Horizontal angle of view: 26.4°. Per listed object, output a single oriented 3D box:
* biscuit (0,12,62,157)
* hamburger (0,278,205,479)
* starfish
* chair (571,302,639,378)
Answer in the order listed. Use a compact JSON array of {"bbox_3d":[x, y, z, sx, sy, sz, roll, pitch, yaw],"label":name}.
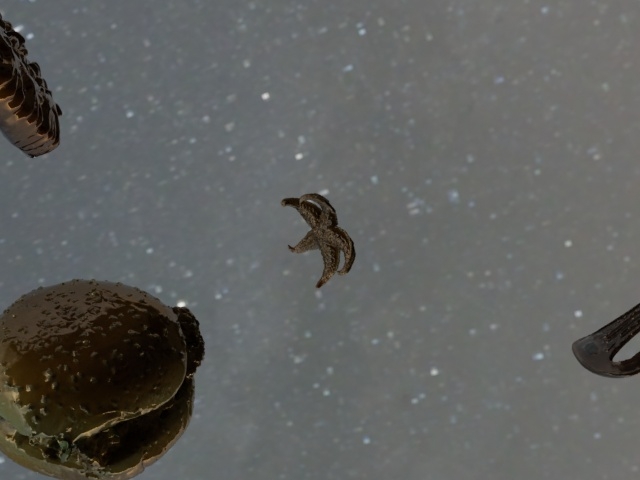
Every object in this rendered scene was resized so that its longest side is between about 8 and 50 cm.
[{"bbox_3d":[-0.226,-0.178,0.734,0.038,0.305,0.305,-33,-74,-5],"label":"biscuit"},{"bbox_3d":[-0.208,0.112,1.234,0.215,0.189,0.122,-35,-38,-38],"label":"hamburger"},{"bbox_3d":[0.000,0.000,1.215,0.028,0.078,0.091,-25,-62,-40],"label":"starfish"},{"bbox_3d":[0.499,0.099,1.705,0.183,0.326,0.175,45,-170,-11],"label":"chair"}]
